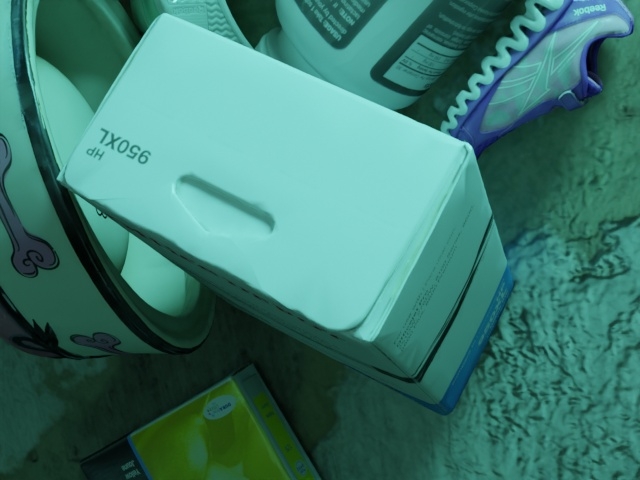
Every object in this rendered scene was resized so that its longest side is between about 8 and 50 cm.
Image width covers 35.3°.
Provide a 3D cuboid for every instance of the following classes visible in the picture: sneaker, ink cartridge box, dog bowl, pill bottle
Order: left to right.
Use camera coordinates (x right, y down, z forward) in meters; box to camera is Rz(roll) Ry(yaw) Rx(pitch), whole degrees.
[{"bbox_3d":[-0.248,-0.066,0.986,0.150,0.408,0.407,-17,94,9],"label":"dog bowl"},{"bbox_3d":[-0.127,-0.195,1.120,0.151,0.094,0.255,32,148,60],"label":"sneaker"},{"bbox_3d":[-0.123,0.349,1.249,0.304,0.072,0.307,-33,84,30],"label":"ink cartridge box"},{"bbox_3d":[0.000,0.000,0.895,0.286,0.395,0.166,26,82,20],"label":"ink cartridge box"},{"bbox_3d":[0.070,-0.236,0.936,0.176,0.176,0.318,50,119,9],"label":"pill bottle"},{"bbox_3d":[0.203,-0.148,0.940,0.104,0.095,0.236,38,116,6],"label":"sneaker"}]
